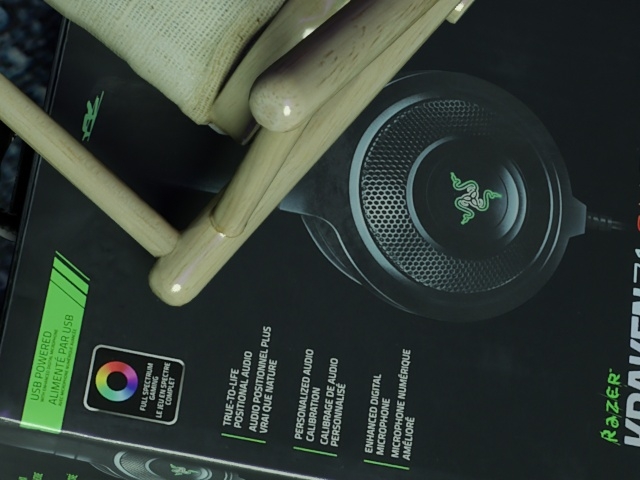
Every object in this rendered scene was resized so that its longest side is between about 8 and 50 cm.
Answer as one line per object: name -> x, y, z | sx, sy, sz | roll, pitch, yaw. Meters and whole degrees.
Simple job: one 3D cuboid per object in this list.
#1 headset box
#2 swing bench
headset box -> 0.000, 0.000, 0.739 | 0.283, 0.131, 0.246 | 12, 66, -8
swing bench -> -0.047, -0.166, 0.630 | 0.253, 0.165, 0.255 | 42, 61, 2
